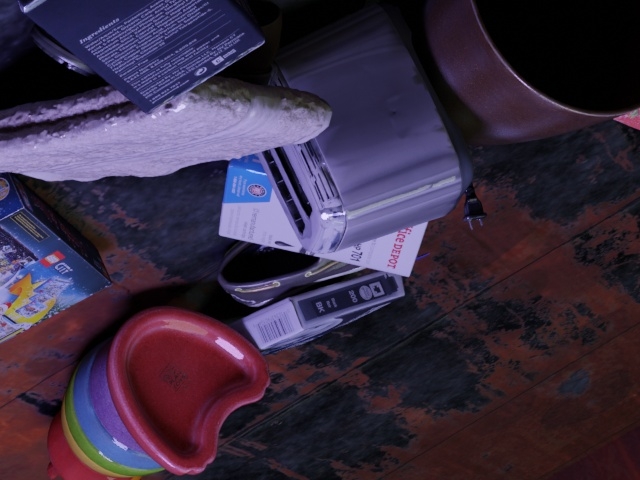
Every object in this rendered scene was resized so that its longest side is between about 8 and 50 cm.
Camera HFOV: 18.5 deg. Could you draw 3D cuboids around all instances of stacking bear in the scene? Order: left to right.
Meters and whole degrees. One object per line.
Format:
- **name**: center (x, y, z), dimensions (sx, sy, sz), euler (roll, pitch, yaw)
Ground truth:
- **stacking bear**: center (-0.209, 0.193, 2.141), dimensions (0.175, 0.164, 0.289), euler (-51, -174, -36)

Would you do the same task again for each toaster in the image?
- **toaster**: center (0.031, -0.085, 1.707), dimensions (0.146, 0.227, 0.129), euler (-21, 166, -16)

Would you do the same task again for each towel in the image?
- **towel**: center (-0.155, -0.086, 1.589), dimensions (0.282, 0.049, 0.187), euler (-9, 173, 37)

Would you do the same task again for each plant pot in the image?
- **plant pot**: center (0.167, -0.171, 1.739), dimensions (0.215, 0.215, 0.230), euler (-13, 169, -30)

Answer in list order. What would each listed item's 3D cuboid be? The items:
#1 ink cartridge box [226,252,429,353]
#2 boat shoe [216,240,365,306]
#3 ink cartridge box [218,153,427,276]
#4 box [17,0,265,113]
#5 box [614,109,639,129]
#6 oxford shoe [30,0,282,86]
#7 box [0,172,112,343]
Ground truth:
- **ink cartridge box**: center (-0.006, 0.082, 2.166), dimensions (0.208, 0.045, 0.206), euler (-17, 174, -39)
- **boat shoe**: center (0.000, 0.000, 2.044), dimensions (0.228, 0.081, 0.069), euler (-29, 162, 10)
- **ink cartridge box**: center (0.009, -0.048, 1.837), dimensions (0.191, 0.082, 0.139), euler (14, 152, 1)
- **box**: center (-0.145, -0.204, 1.356), dimensions (0.108, 0.153, 0.207), euler (-31, 158, 8)
- **box**: center (0.352, -0.196, 1.930), dimensions (0.154, 0.142, 0.300), euler (-36, 156, 23)
- **oxford shoe**: center (-0.127, -0.173, 1.565), dimensions (0.227, 0.083, 0.096), euler (-3, 126, -42)
- **box**: center (-0.306, 0.026, 1.814), dimensions (0.159, 0.044, 0.233), euler (-28, 157, 3)
